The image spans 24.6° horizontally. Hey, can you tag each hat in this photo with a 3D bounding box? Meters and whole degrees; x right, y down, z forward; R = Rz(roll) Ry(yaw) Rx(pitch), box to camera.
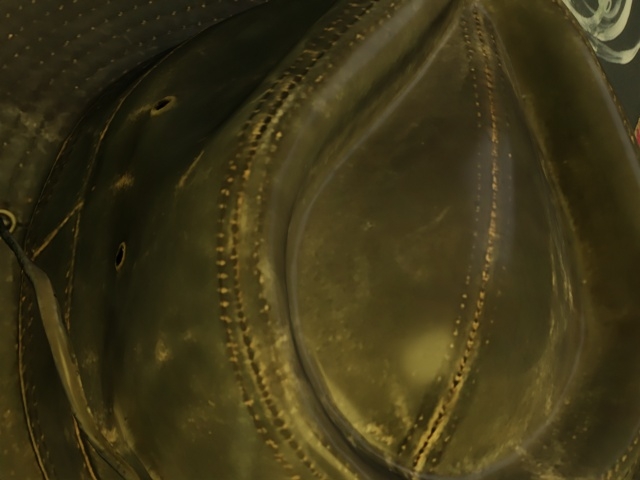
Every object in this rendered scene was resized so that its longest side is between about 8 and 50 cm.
[{"bbox_3d":[0.012,0.002,0.413,0.331,0.134,0.331,12,59,-21],"label":"hat"}]

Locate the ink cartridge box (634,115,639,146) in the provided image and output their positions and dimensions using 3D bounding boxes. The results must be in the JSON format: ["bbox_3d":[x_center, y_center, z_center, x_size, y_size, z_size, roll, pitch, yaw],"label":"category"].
[{"bbox_3d":[0.246,-0.019,0.861,0.201,0.117,0.278,27,-6,-34],"label":"ink cartridge box"}]

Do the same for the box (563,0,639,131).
[{"bbox_3d":[0.047,-0.228,0.782,0.343,0.179,0.312,42,59,-39],"label":"box"}]
